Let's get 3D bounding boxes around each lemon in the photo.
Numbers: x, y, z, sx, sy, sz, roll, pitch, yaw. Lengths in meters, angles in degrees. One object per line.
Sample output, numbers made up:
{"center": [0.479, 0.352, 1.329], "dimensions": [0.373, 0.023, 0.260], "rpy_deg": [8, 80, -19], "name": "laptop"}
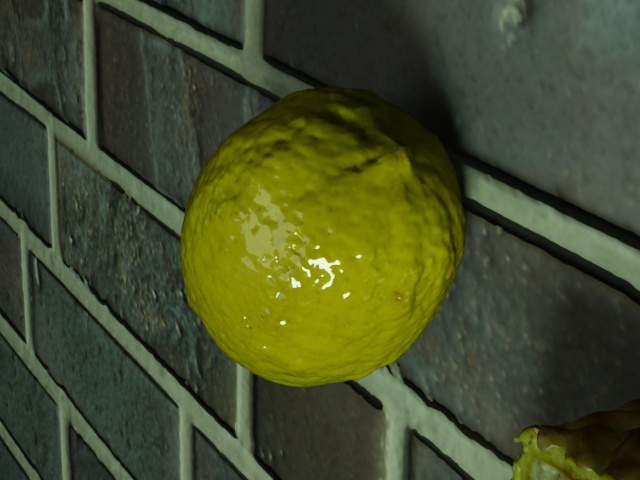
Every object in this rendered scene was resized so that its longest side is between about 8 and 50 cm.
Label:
{"center": [0.000, -0.001, 0.841], "dimensions": [0.193, 0.180, 0.181], "rpy_deg": [117, 138, -74], "name": "lemon"}

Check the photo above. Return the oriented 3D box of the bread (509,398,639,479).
{"center": [0.177, 0.183, 0.664], "dimensions": [0.222, 0.096, 0.181], "rpy_deg": [37, 130, 54], "name": "bread"}
